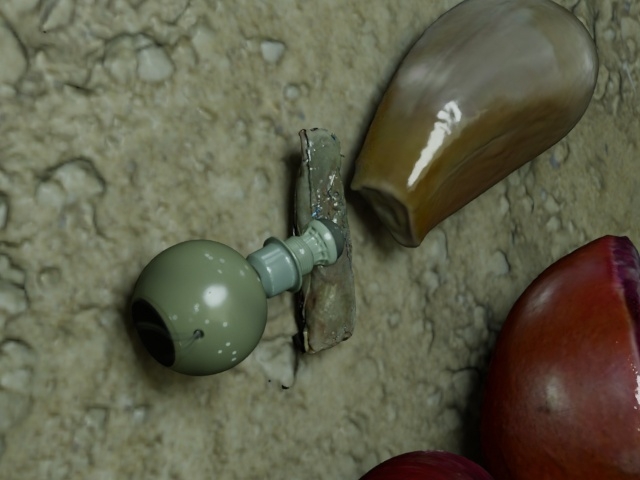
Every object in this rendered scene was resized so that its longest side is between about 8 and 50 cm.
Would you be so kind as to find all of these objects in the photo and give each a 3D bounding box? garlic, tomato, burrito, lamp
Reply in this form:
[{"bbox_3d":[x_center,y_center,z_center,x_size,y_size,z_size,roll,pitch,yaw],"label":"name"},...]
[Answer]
[{"bbox_3d":[0.141,-0.120,0.844,0.318,0.112,0.143,-39,119,-26],"label":"garlic"},{"bbox_3d":[0.239,0.168,0.875,0.335,0.176,0.290,56,28,-34],"label":"tomato"},{"bbox_3d":[0.002,0.000,0.769,0.051,0.042,0.171,-11,98,-48],"label":"burrito"},{"bbox_3d":[-0.049,0.027,0.694,0.163,0.091,0.091,-30,107,-31],"label":"lamp"}]

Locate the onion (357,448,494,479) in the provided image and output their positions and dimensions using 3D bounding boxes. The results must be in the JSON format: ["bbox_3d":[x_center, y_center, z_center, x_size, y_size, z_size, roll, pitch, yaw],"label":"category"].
[{"bbox_3d":[0.065,0.270,0.741,0.248,0.161,0.248,-20,123,-34],"label":"onion"}]
